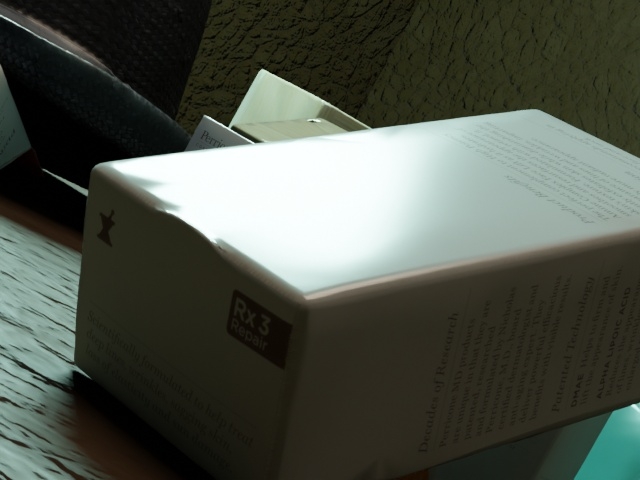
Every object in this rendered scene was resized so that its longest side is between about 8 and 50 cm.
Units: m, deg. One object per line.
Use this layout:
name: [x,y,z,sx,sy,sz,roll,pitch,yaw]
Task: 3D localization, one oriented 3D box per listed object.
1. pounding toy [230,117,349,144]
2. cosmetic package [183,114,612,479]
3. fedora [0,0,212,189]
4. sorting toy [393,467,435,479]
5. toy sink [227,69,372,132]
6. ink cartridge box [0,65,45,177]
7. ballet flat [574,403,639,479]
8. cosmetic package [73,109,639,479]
pounding toy: [0.000,0.000,1.082,0.100,0.141,0.130,-7,23,-32]
cosmetic package: [0.021,0.038,0.780,0.239,0.099,0.060,31,4,29]
fedora: [-0.178,-0.150,1.076,0.334,0.152,0.334,29,-10,6]
sorting toy: [0.000,0.072,0.655,0.075,0.045,0.083,8,8,-16]
toy sink: [0.022,-0.032,1.550,0.234,0.153,0.131,28,3,-38]
ink cartridge box: [-0.265,-0.091,0.998,0.181,0.056,0.225,29,-16,4]
ballet flat: [0.167,0.139,0.787,0.086,0.086,0.248,28,4,-23]
cosmetic package: [0.037,0.016,0.606,0.231,0.086,0.117,-11,30,-39]
